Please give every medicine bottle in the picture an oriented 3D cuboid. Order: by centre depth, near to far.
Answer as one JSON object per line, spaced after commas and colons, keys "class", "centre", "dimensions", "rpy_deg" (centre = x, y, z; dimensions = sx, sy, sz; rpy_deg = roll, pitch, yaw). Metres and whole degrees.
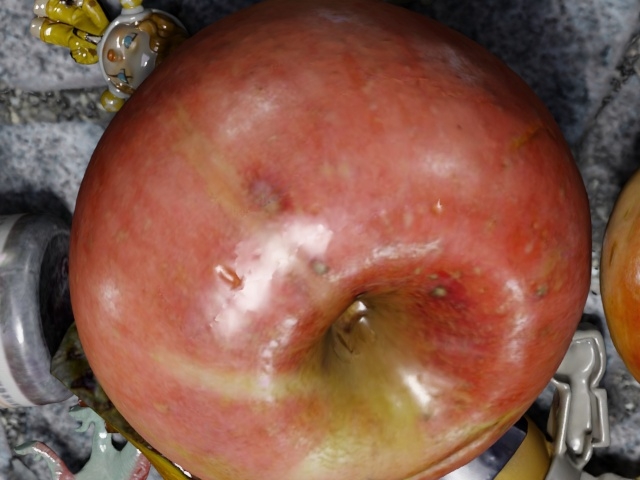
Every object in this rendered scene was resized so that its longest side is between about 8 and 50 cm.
{"class": "medicine bottle", "centre": [-0.344, 0.067, 1.243], "dimensions": [0.273, 0.165, 0.165], "rpy_deg": [-6, 111, 11]}

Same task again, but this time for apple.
{"class": "apple", "centre": [0.000, 0.000, 1.033], "dimensions": [0.364, 0.364, 0.364], "rpy_deg": [3, 113, 8]}

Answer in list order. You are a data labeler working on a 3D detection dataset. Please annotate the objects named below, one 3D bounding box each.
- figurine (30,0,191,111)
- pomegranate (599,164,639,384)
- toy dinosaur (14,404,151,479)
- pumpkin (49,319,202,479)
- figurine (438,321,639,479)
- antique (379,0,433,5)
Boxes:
{"class": "figurine", "centre": [-0.167, -0.157, 1.180], "dimensions": [0.143, 0.068, 0.101], "rpy_deg": [-2, 108, 24]}
{"class": "pomegranate", "centre": [0.338, 0.006, 1.075], "dimensions": [0.252, 0.229, 0.270], "rpy_deg": [10, 102, 14]}
{"class": "toy dinosaur", "centre": [-0.197, 0.224, 1.345], "dimensions": [0.242, 0.053, 0.167], "rpy_deg": [-37, 103, 21]}
{"class": "pumpkin", "centre": [-0.057, 0.155, 1.209], "dimensions": [0.169, 0.148, 0.312], "rpy_deg": [-48, 123, -17]}
{"class": "figurine", "centre": [0.142, 0.197, 1.227], "dimensions": [0.308, 0.143, 0.308], "rpy_deg": [-1, 94, -15]}
{"class": "antique", "centre": [-0.026, -0.247, 1.081], "dimensions": [0.284, 0.125, 0.150], "rpy_deg": [16, 114, 3]}
